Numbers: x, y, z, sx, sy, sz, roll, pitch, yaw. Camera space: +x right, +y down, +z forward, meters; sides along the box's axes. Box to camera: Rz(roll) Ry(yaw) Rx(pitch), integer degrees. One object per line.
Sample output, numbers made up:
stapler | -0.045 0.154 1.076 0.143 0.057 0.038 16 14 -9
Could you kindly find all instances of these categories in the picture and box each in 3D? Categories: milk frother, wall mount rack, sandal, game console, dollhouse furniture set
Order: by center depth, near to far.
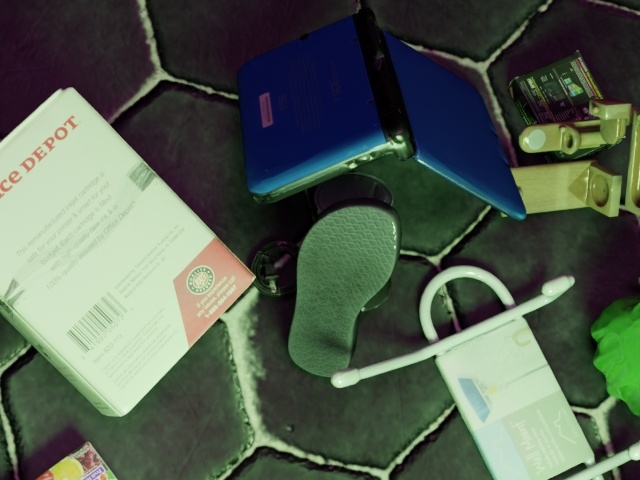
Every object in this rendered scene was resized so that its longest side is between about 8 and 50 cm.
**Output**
sandal | 0.019 0.041 1.506 0.097 0.254 0.054 24 45 3
wall mount rack | 0.180 0.191 1.540 0.304 0.130 0.350 -23 78 -15
milk frother | 0.000 0.000 1.561 0.143 0.135 0.129 -20 45 -20
game console | 0.058 -0.111 1.575 0.250 0.293 0.173 -22 123 9
dollhouse furniture set | 0.294 -0.081 1.588 0.123 0.151 0.144 -6 110 -22

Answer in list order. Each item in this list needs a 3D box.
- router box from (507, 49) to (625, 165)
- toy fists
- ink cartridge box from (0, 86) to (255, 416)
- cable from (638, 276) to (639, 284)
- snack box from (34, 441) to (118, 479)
router box | 0.291 -0.153 1.706 0.092 0.038 0.122 -23 80 -14
toy fists | 0.417 0.171 1.583 0.279 0.142 0.096 44 52 4
ink cartridge box | -0.243 0.013 1.495 0.283 0.117 0.207 47 72 -9
cable | 0.503 0.095 1.678 0.287 0.072 0.139 34 54 -12
snack box | -0.239 0.294 1.486 0.100 0.037 0.141 -36 83 -15
